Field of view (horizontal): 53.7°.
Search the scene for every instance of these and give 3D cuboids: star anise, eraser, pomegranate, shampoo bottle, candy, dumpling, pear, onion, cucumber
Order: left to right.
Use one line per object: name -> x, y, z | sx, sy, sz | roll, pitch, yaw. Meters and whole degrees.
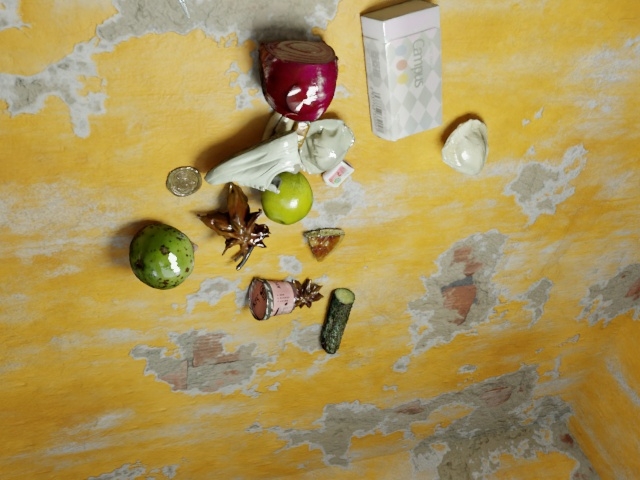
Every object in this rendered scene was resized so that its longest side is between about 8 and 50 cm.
pomegranate -> -0.478, 0.041, 1.994 | 0.214, 0.214, 0.247 | -57, 165, 29
star anise -> -0.269, -0.025, 2.040 | 0.237, 0.148, 0.347 | 3, 136, 4
pear -> -0.099, -0.158, 1.979 | 0.166, 0.216, 0.180 | 8, 170, 22
candy -> -0.071, -0.320, 1.910 | 0.053, 0.046, 0.182 | 13, 120, -27
onion -> -0.055, -0.417, 1.712 | 0.216, 0.206, 0.207 | -8, 133, -14
star anise -> -0.065, 0.206, 2.385 | 0.167, 0.057, 0.168 | -12, 134, -13
dumpling -> 0.008, -0.293, 1.934 | 0.181, 0.111, 0.155 | -39, 101, 2
cucumber -> 0.058, 0.341, 2.541 | 0.096, 0.096, 0.360 | -2, 134, -20
shampoo bottle -> 0.053, -0.217, 2.054 | 0.072, 0.043, 0.099 | 29, 115, -39
eraser -> 0.244, -0.488, 1.854 | 0.212, 0.082, 0.397 | -19, 135, -6
dumpling -> 0.502, -0.309, 2.103 | 0.252, 0.131, 0.180 | 14, 100, -42

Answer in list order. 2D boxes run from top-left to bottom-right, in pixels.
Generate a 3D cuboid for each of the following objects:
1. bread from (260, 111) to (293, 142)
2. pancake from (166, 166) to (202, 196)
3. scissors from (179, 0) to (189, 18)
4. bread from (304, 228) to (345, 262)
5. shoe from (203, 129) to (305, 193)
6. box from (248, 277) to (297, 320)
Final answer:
bread -> -0.131, -0.317, 1.883 | 0.073, 0.053, 0.214 | 14, 125, -27
pancake -> -0.415, -0.178, 1.924 | 0.114, 0.011, 0.115 | -11, 132, -13
scissors -> -0.344, -0.591, 1.577 | 0.036, 0.006, 0.083 | -20, 135, -1
bread -> 0.023, -0.002, 2.232 | 0.135, 0.054, 0.154 | -24, 141, 3
shoe -> -0.180, -0.200, 1.857 | 0.316, 0.124, 0.159 | -23, 108, 23
box -> -0.170, 0.211, 2.289 | 0.135, 0.151, 0.151 | 0, 131, -32
